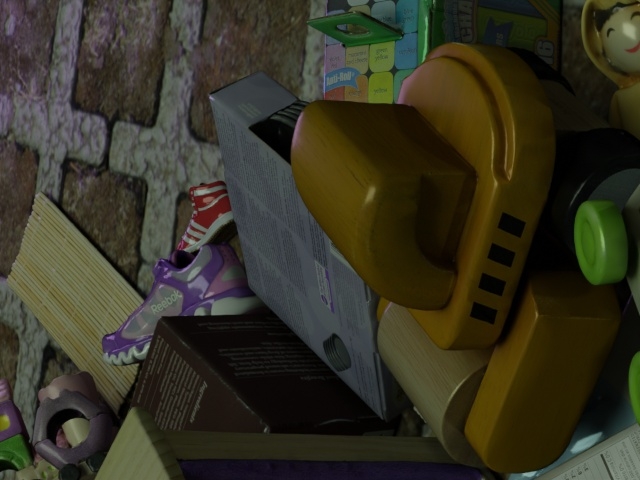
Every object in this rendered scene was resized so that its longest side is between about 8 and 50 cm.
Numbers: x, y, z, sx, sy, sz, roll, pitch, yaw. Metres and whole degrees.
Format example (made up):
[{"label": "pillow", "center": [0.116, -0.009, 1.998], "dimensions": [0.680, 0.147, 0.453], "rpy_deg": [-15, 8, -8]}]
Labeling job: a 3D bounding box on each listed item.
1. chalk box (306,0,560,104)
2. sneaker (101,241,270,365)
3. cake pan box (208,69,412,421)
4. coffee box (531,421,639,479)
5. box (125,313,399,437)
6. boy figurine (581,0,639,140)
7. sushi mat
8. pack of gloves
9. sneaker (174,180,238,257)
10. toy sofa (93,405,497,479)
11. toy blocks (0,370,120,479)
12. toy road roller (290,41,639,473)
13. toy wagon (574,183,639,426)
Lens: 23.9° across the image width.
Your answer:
[{"label": "chalk box", "center": [0.087, -0.163, 1.285], "dimensions": [0.132, 0.213, 0.132], "rpy_deg": [1, 89, 49]}, {"label": "sneaker", "center": [-0.156, 0.068, 1.643], "dimensions": [0.236, 0.095, 0.104], "rpy_deg": [-26, 80, 40]}, {"label": "cake pan box", "center": [0.000, 0.000, 1.398], "dimensions": [0.246, 0.070, 0.267], "rpy_deg": [39, 150, 42]}, {"label": "coffee box", "center": [0.271, 0.173, 1.090], "dimensions": [0.246, 0.141, 0.098], "rpy_deg": [-37, 65, 33]}, {"label": "box", "center": [-0.067, 0.191, 1.484], "dimensions": [0.203, 0.168, 0.167], "rpy_deg": [40, 118, 43]}, {"label": "boy figurine", "center": [0.281, -0.079, 1.154], "dimensions": [0.177, 0.092, 0.285], "rpy_deg": [-30, 69, 48]}, {"label": "sushi mat", "center": [-0.298, 0.076, 1.872], "dimensions": [0.316, 0.019, 0.151], "rpy_deg": [41, 118, 42]}, {"label": "pack of gloves", "center": [0.208, 0.113, 1.280], "dimensions": [0.195, 0.046, 0.232], "rpy_deg": [45, 111, 39]}, {"label": "sneaker", "center": [-0.134, -0.019, 1.667], "dimensions": [0.118, 0.042, 0.067], "rpy_deg": [-38, 65, 33]}, {"label": "toy sofa", "center": [-0.007, 0.254, 1.269], "dimensions": [0.150, 0.363, 0.177], "rpy_deg": [-61, 41, 27]}, {"label": "toy blocks", "center": [-0.371, 0.224, 1.673], "dimensions": [0.309, 0.289, 0.260], "rpy_deg": [83, 162, -68]}, {"label": "toy road roller", "center": [0.091, 0.009, 1.156], "dimensions": [0.202, 0.241, 0.329], "rpy_deg": [54, 136, 51]}, {"label": "toy wagon", "center": [0.321, 0.067, 0.950], "dimensions": [0.068, 0.267, 0.344], "rpy_deg": [93, 167, -53]}]
